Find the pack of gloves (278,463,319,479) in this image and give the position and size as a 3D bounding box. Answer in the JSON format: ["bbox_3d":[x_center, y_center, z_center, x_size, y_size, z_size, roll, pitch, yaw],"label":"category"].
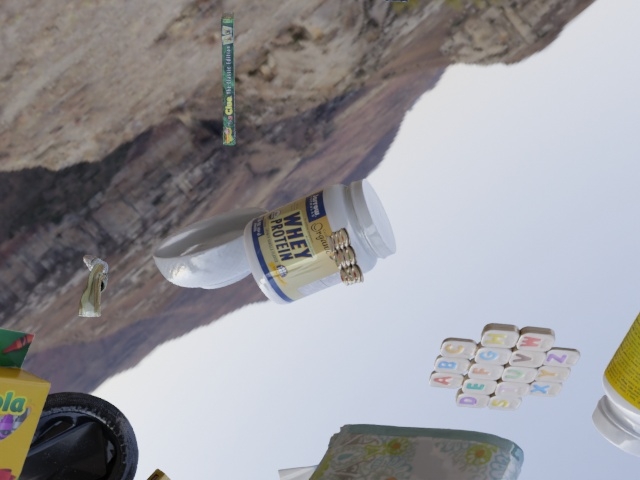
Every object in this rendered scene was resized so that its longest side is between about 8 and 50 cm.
[{"bbox_3d":[0.035,0.614,1.846,0.232,0.195,0.046,-14,-175,17],"label":"pack of gloves"}]

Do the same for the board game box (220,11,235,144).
[{"bbox_3d":[-0.195,-0.345,1.647,0.030,0.259,0.136,0,-159,-4],"label":"board game box"}]

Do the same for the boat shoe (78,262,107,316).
[{"bbox_3d":[-0.484,0.108,1.687,0.153,0.048,0.056,-89,-170,-55],"label":"boat shoe"}]

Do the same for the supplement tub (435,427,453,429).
[{"bbox_3d":[0.213,0.502,1.760,0.200,0.144,0.144,-9,-157,26],"label":"supplement tub"}]

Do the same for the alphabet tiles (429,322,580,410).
[{"bbox_3d":[0.373,0.266,1.588,0.284,0.278,0.021,98,-3,-47],"label":"alphabet tiles"}]

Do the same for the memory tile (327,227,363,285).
[{"bbox_3d":[0.047,0.034,1.523,0.012,0.113,0.148,-18,177,-12],"label":"memory tile"}]

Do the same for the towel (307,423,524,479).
[{"bbox_3d":[0.118,0.448,1.283,0.375,0.090,0.320,-7,-149,37],"label":"towel"}]

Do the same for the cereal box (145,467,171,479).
[{"bbox_3d":[-0.347,0.652,1.732,0.173,0.240,0.047,-46,-151,-25],"label":"cereal box"}]

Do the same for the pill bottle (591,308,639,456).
[{"bbox_3d":[0.651,0.236,1.456,0.188,0.188,0.333,-60,172,-66],"label":"pill bottle"}]

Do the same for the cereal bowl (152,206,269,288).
[{"bbox_3d":[-0.278,0.036,2.125,0.339,0.141,0.339,-17,-163,5],"label":"cereal bowl"}]

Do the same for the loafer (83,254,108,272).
[{"bbox_3d":[-0.598,0.066,2.065,0.045,0.039,0.125,-57,173,-18],"label":"loafer"}]

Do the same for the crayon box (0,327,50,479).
[{"bbox_3d":[-0.476,0.262,0.976,0.081,0.202,0.318,14,-95,36],"label":"crayon box"}]

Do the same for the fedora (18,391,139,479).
[{"bbox_3d":[-0.584,0.492,1.777,0.334,0.334,0.152,-43,-175,-10],"label":"fedora"}]

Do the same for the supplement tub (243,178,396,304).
[{"bbox_3d":[0.000,0.000,1.856,0.316,0.228,0.228,-23,-167,15],"label":"supplement tub"}]
